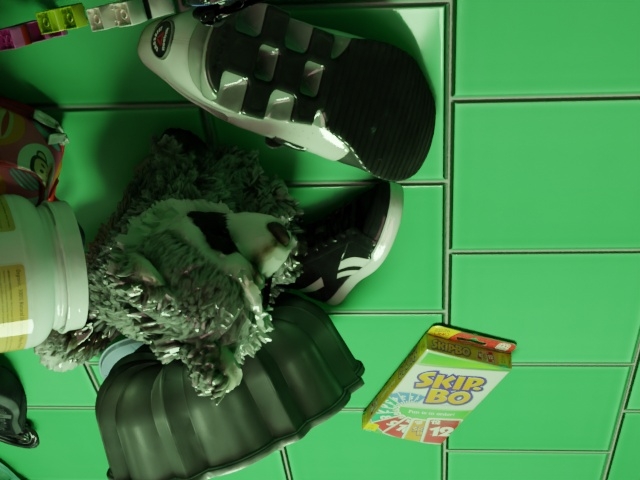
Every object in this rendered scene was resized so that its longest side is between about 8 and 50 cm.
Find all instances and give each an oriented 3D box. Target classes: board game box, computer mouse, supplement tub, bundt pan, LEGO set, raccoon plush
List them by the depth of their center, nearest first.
[{"bbox_3d":[-0.204,-0.225,0.956,0.227,0.093,0.087,4,114,45],"label":"LEGO set"},{"bbox_3d":[-0.321,0.035,0.988,0.200,0.144,0.144,-7,147,-24],"label":"supplement tub"},{"bbox_3d":[-0.178,0.096,1.122,0.216,0.299,0.446,34,122,-8],"label":"raccoon plush"},{"bbox_3d":[-0.121,0.161,1.294,0.331,0.331,0.124,-19,100,26],"label":"bundt pan"},{"bbox_3d":[0.160,0.204,1.517,0.124,0.039,0.259,14,138,-13],"label":"board game box"},{"bbox_3d":[-0.490,0.228,1.581,0.189,0.072,0.272,10,154,-11],"label":"computer mouse"}]

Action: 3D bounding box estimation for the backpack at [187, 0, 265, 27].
[{"bbox_3d":[-0.030,-0.256,0.854,0.173,0.158,0.117,-13,122,0],"label":"backpack"}]

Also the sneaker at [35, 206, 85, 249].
[{"bbox_3d":[-0.368,0.044,1.141,0.283,0.122,0.110,-27,93,5],"label":"sneaker"}]

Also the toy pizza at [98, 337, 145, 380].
[{"bbox_3d":[-0.203,0.178,1.515,0.201,0.032,0.201,3,142,3],"label":"toy pizza"}]

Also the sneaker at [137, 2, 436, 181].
[{"bbox_3d":[-0.024,-0.146,1.030,0.146,0.122,0.330,16,177,44],"label":"sneaker"}]

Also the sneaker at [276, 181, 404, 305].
[{"bbox_3d":[0.000,0.000,1.230,0.121,0.079,0.217,15,142,-16],"label":"sneaker"}]

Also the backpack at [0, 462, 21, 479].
[{"bbox_3d":[-0.585,0.451,1.766,0.225,0.191,0.253,-11,147,14],"label":"backpack"}]

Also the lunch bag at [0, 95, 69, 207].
[{"bbox_3d":[-0.389,-0.037,1.186,0.258,0.120,0.293,15,140,-15],"label":"lunch bag"}]
